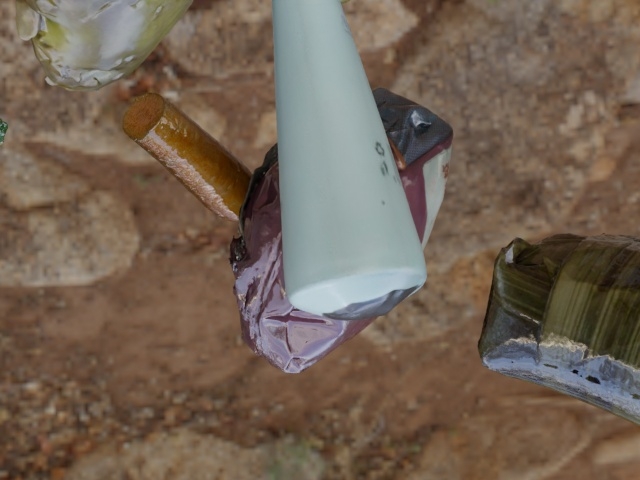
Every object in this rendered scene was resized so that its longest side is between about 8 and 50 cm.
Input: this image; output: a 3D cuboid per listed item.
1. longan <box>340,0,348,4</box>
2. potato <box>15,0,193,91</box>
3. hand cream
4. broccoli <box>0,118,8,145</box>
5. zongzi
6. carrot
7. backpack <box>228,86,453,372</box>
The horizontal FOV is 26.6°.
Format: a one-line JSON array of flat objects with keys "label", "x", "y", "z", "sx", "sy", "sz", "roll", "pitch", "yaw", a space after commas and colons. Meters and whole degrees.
[{"label": "longan", "x": 0.022, "y": -0.314, "z": 1.594, "sx": 0.083, "sy": 0.075, "sz": 0.075, "roll": -31, "pitch": 173, "yaw": -14}, {"label": "potato", "x": -0.119, "y": -0.231, "z": 0.870, "sx": 0.141, "sy": 0.296, "sz": 0.191, "roll": 28, "pitch": -157, "yaw": 5}, {"label": "hand cream", "x": -0.003, "y": -0.115, "z": 0.683, "sx": 0.067, "sy": 0.320, "sz": 0.109, "roll": -9, "pitch": 163, "yaw": 4}, {"label": "broccoli", "x": -0.514, "y": -0.185, "z": 1.614, "sx": 0.295, "sy": 0.245, "sz": 0.265, "roll": 22, "pitch": -174, "yaw": 36}, {"label": "zongzi", "x": 0.307, "y": 0.076, "z": 1.093, "sx": 0.286, "sy": 0.134, "sz": 0.288, "roll": 25, "pitch": -162, "yaw": 29}, {"label": "carrot", "x": -0.131, "y": -0.084, "z": 1.478, "sx": 0.067, "sy": 0.067, "sz": 0.225, "roll": -10, "pitch": 152, "yaw": 25}, {"label": "backpack", "x": 0.000, "y": 0.000, "z": 1.488, "sx": 0.197, "sy": 0.283, "sz": 0.317, "roll": 23, "pitch": -146, "yaw": 19}]
